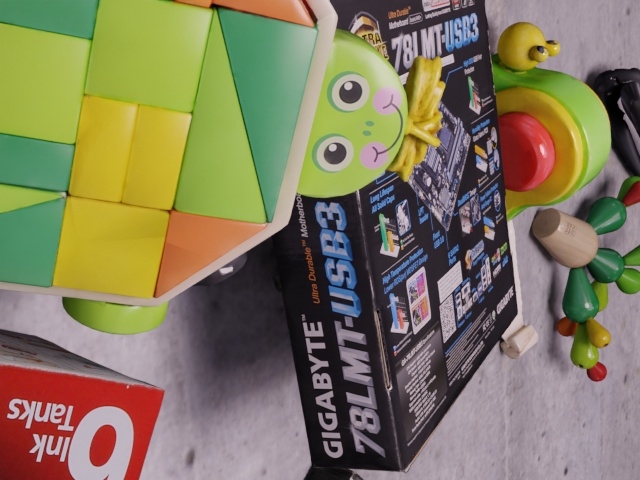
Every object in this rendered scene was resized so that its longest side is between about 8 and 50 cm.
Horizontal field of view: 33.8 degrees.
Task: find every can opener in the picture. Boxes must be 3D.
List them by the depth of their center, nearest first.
[{"bbox_3d":[0.332,-0.118,1.125,0.186,0.059,0.073,51,34,-53],"label":"can opener"}]

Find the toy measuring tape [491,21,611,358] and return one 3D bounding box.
[{"bbox_3d":[0.205,-0.033,0.951,0.121,0.121,0.330,-30,121,-41],"label":"toy measuring tape"}]

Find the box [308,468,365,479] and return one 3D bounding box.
[{"bbox_3d":[0.015,0.302,0.869,0.184,0.045,0.191,-59,137,-17],"label":"box"}]

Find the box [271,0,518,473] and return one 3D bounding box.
[{"bbox_3d":[0.059,-0.036,0.740,0.295,0.073,0.294,-35,118,-60],"label":"box"}]

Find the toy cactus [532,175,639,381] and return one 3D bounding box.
[{"bbox_3d":[0.287,0.024,1.081,0.180,0.112,0.219,29,85,-38],"label":"toy cactus"}]

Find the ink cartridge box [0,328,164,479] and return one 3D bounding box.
[{"bbox_3d":[-0.253,0.162,0.465,0.309,0.130,0.272,18,86,-49],"label":"ink cartridge box"}]

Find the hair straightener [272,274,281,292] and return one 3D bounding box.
[{"bbox_3d":[0.000,0.000,0.772,0.089,0.047,0.230,-54,139,-25],"label":"hair straightener"}]

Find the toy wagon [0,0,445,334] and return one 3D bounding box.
[{"bbox_3d":[-0.095,-0.081,0.496,0.344,0.068,0.267,9,113,-15],"label":"toy wagon"}]

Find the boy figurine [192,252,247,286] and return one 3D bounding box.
[{"bbox_3d":[-0.107,-0.108,0.594,0.177,0.092,0.285,-49,131,-36],"label":"boy figurine"}]
